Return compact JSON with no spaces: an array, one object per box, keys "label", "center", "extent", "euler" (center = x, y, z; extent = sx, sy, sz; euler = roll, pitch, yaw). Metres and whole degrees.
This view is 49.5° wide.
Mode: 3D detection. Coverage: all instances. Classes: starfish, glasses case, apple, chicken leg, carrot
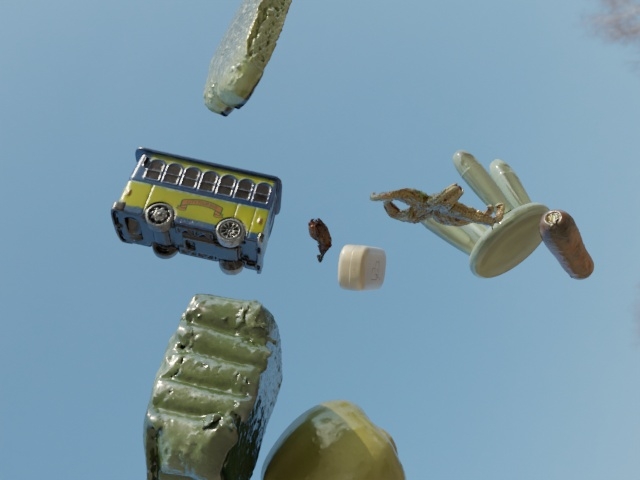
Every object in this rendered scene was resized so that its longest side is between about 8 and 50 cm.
[{"label":"starfish","center":[0.174,-0.047,1.067],"extent":[0.210,0.150,0.053],"euler":[12,-115,-19]},{"label":"glasses case","center":[0.078,0.050,1.266],"extent":[0.196,0.050,0.083],"euler":[4,-86,-73]},{"label":"apple","center":[0.019,0.306,0.904],"extent":[0.200,0.200,0.199],"euler":[-11,-73,-40]},{"label":"chicken leg","center":[0.001,-0.002,1.228],"extent":[0.021,0.036,0.083],"euler":[-68,-36,-69]},{"label":"carrot","center":[0.418,0.011,1.180],"extent":[0.060,0.060,0.186],"euler":[-58,-46,-16]}]

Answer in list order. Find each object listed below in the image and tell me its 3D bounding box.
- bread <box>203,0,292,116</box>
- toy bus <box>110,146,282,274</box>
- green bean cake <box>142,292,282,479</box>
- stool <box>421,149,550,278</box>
[{"label":"bread","center":[-0.111,-0.294,1.029],"extent":[0.056,0.207,0.286],"euler":[29,-125,-21]},{"label":"toy bus","center":[-0.230,-0.055,1.320],"extent":[0.138,0.288,0.175],"euler":[100,-177,-60]},{"label":"green bean cake","center":[-0.123,0.200,0.827],"extent":[0.222,0.125,0.227],"euler":[94,-174,-54]},{"label":"stool","center":[0.337,-0.052,1.425],"extent":[0.195,0.198,0.195],"euler":[6,-52,-43]}]
